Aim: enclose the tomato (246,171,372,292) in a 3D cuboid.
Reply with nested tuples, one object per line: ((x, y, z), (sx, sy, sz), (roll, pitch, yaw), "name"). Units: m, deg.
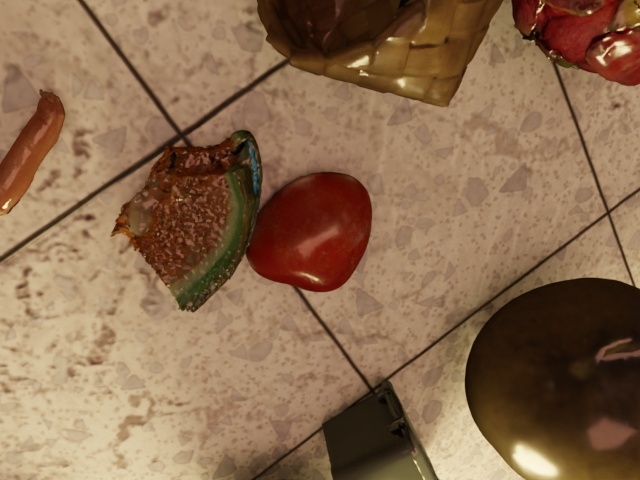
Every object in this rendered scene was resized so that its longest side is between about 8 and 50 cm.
((-0.003, -0.007, 0.681), (0.166, 0.082, 0.174), (19, 104, -21), "tomato")

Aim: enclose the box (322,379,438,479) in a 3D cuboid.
((0.106, 0.363, 0.804), (0.135, 0.163, 0.243), (-26, 115, 2), "box")

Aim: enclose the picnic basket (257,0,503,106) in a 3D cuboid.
((0.037, -0.322, 0.451), (0.337, 0.293, 0.337), (-25, 132, -32), "picnic basket")

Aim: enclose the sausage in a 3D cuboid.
((-0.332, -0.095, 0.573), (0.042, 0.036, 0.158), (29, 97, -35), "sausage")

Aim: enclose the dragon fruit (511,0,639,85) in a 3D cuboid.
((0.383, -0.330, 0.564), (0.329, 0.329, 0.329), (-5, 109, -16), "dragon fruit")

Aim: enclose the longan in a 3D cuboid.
((0.378, 0.209, 0.757), (0.319, 0.319, 0.319), (-5, 109, -16), "longan")

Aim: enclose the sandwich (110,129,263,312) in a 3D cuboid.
((-0.146, -0.031, 0.629), (0.159, 0.079, 0.235), (36, 95, -24), "sandwich")
